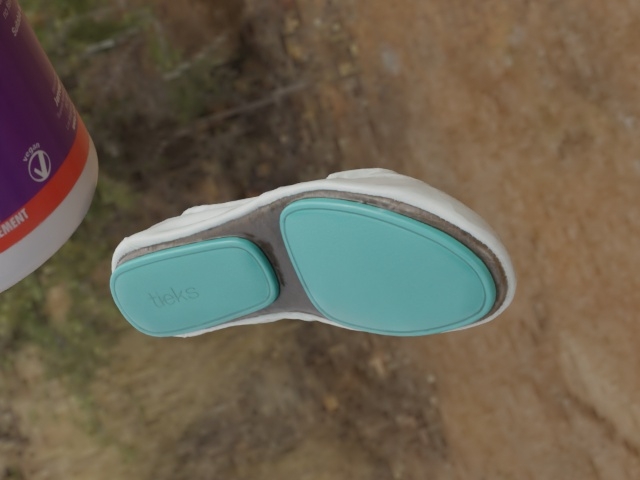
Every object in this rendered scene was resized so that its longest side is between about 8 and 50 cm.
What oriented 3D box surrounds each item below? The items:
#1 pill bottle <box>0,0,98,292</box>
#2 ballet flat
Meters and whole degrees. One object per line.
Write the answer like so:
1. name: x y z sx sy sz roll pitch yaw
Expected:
1. pill bottle: -0.265 -0.122 1.000 0.181 0.181 0.323 40 160 53
2. ballet flat: 0.000 0.000 1.430 0.400 0.139 0.139 -6 103 40
